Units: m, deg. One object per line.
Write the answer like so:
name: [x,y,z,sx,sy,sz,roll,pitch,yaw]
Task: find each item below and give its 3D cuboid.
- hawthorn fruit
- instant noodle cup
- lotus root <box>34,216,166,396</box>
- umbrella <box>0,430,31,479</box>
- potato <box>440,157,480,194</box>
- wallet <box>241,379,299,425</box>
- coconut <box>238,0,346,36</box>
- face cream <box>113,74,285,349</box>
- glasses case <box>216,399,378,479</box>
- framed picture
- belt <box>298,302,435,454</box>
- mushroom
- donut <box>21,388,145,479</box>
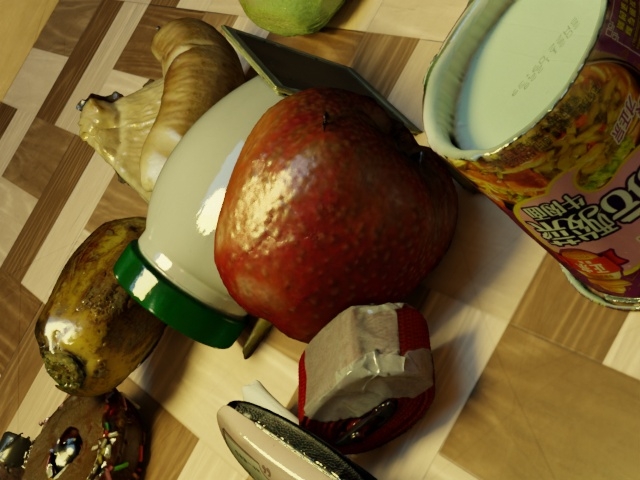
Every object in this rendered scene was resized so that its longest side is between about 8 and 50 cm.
hawthorn fruit: [0.000,0.000,1.653,0.368,0.285,0.284,-61,29,13]
instant noodle cup: [0.281,-0.134,1.349,0.340,0.266,0.339,-37,35,33]
lotus root: [-0.320,0.090,2.088,0.397,0.179,0.195,-62,-20,-52]
umbrella: [-0.593,0.478,2.307,0.090,0.094,0.326,12,74,44]
potato: [0.196,-0.159,1.690,0.164,0.081,0.200,-36,35,37]
wallet: [-0.049,0.244,1.695,0.033,0.095,0.190,-23,22,-19]
coconut: [-0.036,-0.455,2.190,0.236,0.205,0.235,20,-90,-75]
face cream: [-0.115,-0.045,1.907,0.357,0.219,0.312,-54,40,8]
glasses case: [-0.007,0.272,1.510,0.075,0.122,0.314,-43,43,-20]
framed picture: [-0.007,-0.229,1.918,0.018,0.231,0.293,-67,26,16]
belt: [0.052,0.170,1.558,0.201,0.128,0.124,-47,32,40]
mushroom: [-0.206,-0.170,2.221,0.314,0.224,0.397,-44,37,0]
donut: [-0.367,0.346,2.071,0.270,0.103,0.269,-34,39,34]
